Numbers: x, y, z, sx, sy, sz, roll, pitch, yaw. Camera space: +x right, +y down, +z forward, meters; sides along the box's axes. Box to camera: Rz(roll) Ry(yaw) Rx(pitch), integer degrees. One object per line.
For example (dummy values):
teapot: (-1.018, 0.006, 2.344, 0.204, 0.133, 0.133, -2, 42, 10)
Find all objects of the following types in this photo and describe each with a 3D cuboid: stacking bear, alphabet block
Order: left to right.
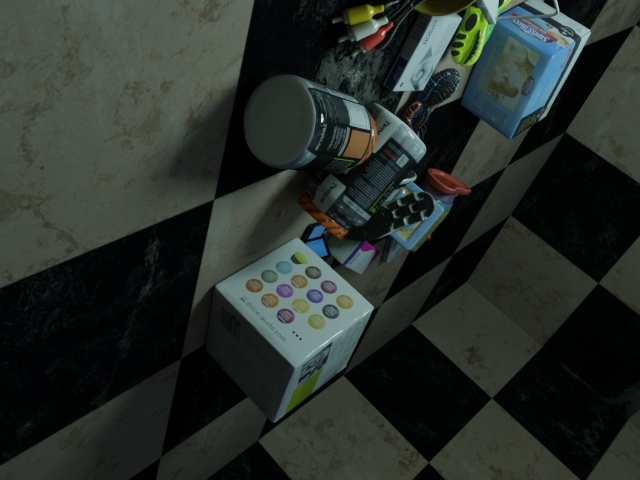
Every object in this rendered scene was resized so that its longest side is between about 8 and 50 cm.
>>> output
alphabet block: (0.312, -0.087, 2.251, 0.193, 0.192, 0.197, -48, 167, 7)
stacking bear: (0.411, -0.114, 2.435, 0.175, 0.164, 0.289, -3, 128, -47)

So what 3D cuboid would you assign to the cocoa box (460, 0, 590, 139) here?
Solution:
cocoa box: (0.650, -0.549, 2.061, 0.228, 0.231, 0.347, -34, 155, -29)

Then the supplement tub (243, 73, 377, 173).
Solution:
supplement tub: (-0.009, -0.247, 1.416, 0.193, 0.193, 0.316, -55, 157, 19)

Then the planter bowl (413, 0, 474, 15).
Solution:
planter bowl: (0.260, -0.606, 1.375, 0.090, 0.217, 0.217, -77, -169, -54)

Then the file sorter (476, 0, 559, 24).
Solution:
file sorter: (0.461, -0.661, 1.442, 0.193, 0.173, 0.277, 7, 90, -63)

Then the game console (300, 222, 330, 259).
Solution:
game console: (0.000, 0.000, 2.018, 0.122, 0.071, 0.107, -16, 143, -53)

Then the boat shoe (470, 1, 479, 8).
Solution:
boat shoe: (0.465, -0.719, 1.619, 0.305, 0.091, 0.109, -48, 159, 2)

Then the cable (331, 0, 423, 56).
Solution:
cable: (0.172, -0.488, 1.365, 0.287, 0.072, 0.139, -22, 139, 17)

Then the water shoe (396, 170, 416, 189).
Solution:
water shoe: (0.212, -0.181, 2.065, 0.203, 0.073, 0.080, -15, 142, -17)

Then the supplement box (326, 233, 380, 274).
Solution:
supplement box: (0.110, 0.031, 2.219, 0.111, 0.114, 0.220, -50, 157, 4)

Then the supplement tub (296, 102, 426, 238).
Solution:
supplement tub: (0.104, -0.182, 1.718, 0.338, 0.207, 0.207, -50, 158, 5)

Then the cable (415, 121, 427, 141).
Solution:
cable: (0.286, -0.313, 2.012, 0.184, 0.047, 0.150, -48, 145, -16)

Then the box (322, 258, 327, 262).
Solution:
box: (-0.025, 0.056, 2.079, 0.083, 0.062, 0.052, -8, 138, -57)

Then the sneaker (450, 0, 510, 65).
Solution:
sneaker: (0.444, -0.629, 1.758, 0.295, 0.109, 0.123, -62, -178, 23)

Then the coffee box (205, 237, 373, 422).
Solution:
coffee box: (-0.103, 0.265, 1.921, 0.334, 0.337, 0.338, -31, 153, -35)

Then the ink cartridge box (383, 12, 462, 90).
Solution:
ink cartridge box: (0.290, -0.508, 1.719, 0.224, 0.045, 0.223, -21, 146, -49)

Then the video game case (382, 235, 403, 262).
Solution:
video game case: (0.400, -0.078, 2.672, 0.329, 0.036, 0.300, -37, 156, -25)

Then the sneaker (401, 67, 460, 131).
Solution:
sneaker: (0.320, -0.422, 1.884, 0.221, 0.083, 0.087, -44, -171, 19)

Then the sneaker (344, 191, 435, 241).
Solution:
sneaker: (0.215, -0.072, 2.095, 0.330, 0.122, 0.146, -12, 178, 11)
